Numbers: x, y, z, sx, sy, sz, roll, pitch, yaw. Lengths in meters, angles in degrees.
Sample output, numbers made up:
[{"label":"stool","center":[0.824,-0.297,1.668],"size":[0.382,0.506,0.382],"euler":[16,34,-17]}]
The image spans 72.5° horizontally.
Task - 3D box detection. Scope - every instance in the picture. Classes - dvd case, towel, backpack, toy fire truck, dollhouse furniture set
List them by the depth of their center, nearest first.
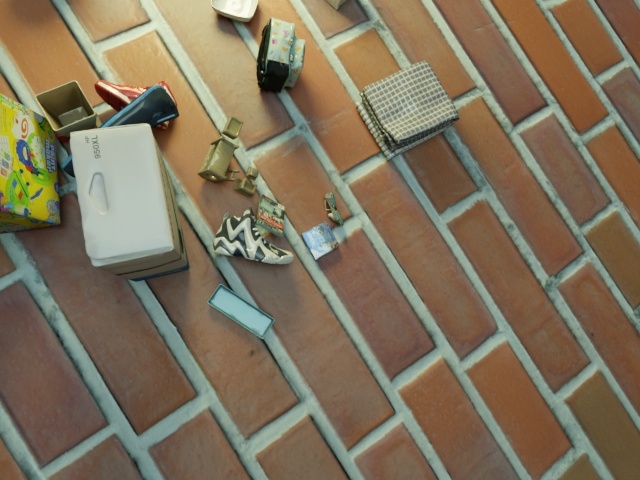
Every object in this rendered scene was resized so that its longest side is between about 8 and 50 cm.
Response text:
[{"label":"toy fire truck","center":[-0.682,-0.337,1.237],"size":[0.135,0.047,0.192],"euler":[-13,82,-14]},{"label":"dvd case","center":[-0.144,-0.074,1.281],"size":[0.087,0.013,0.120],"euler":[28,43,-29]},{"label":"dollhouse furniture set","center":[-0.252,-0.246,1.311],"size":[0.161,0.101,0.182],"euler":[28,74,-32]},{"label":"backpack","center":[-0.122,-0.571,1.337],"size":[0.144,0.166,0.189],"euler":[0,84,-14]},{"label":"towel","center":[0.285,-0.432,1.426],"size":[0.283,0.121,0.235],"euler":[-28,86,-15]}]

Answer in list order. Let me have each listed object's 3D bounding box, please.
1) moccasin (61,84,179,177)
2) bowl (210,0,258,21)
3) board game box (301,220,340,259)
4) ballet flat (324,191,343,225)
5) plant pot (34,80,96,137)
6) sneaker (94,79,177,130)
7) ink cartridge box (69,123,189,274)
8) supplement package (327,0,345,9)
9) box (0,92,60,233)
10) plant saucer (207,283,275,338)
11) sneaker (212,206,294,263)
[{"label":"moccasin","center":[-0.526,-0.275,1.171],"size":[0.342,0.137,0.117],"euler":[-42,120,-7]},{"label":"bowl","center":[-0.272,-0.769,1.398],"size":[0.141,0.053,0.142],"euler":[13,77,-10]},{"label":"board game box","center":[0.000,0.000,1.341],"size":[0.090,0.020,0.090],"euler":[-29,88,-14]},{"label":"ballet flat","center":[0.038,-0.094,1.361],"size":[0.041,0.041,0.114],"euler":[-18,84,-15]},{"label":"plant pot","center":[-0.667,-0.338,1.165],"size":[0.109,0.096,0.109],"euler":[-31,87,-18]},{"label":"sneaker","center":[-0.529,-0.426,1.279],"size":[0.221,0.087,0.128],"euler":[30,67,-18]},{"label":"ink cartridge box","center":[-0.441,-0.067,1.063],"size":[0.166,0.395,0.286],"euler":[-12,84,-13]},{"label":"supplement package","center":[0.031,-0.894,1.458],"size":[0.179,0.105,0.105],"euler":[41,75,-4]},{"label":"box","center":[-0.802,-0.186,1.048],"size":[0.176,0.279,0.290],"euler":[-9,81,5]},{"label":"plant saucer","center":[-0.228,0.205,1.258],"size":[0.192,0.018,0.067],"euler":[35,75,-5]},{"label":"sneaker","center":[-0.183,-0.018,1.265],"size":[0.234,0.094,0.153],"euler":[11,87,0]}]
